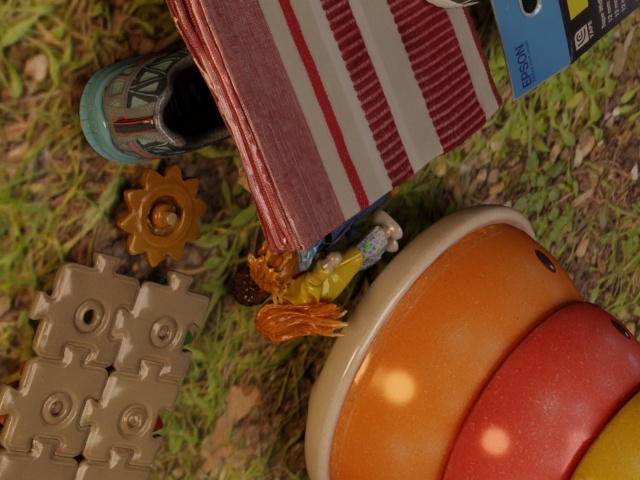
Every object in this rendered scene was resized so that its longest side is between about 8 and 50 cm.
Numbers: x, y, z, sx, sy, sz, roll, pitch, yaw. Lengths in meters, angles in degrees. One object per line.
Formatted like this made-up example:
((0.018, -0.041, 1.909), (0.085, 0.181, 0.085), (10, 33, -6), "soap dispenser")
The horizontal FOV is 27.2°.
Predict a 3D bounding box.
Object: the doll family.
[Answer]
((0.000, 0.000, 1.119), (0.163, 0.118, 0.263), (-37, 156, -26), "doll family")

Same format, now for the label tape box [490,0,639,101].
((0.246, -0.335, 1.265), (0.347, 0.115, 0.249), (-39, 131, -20), "label tape box")

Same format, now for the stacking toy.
((0.256, 0.212, 1.229), (0.350, 0.480, 0.351), (-39, 146, -33), "stacking toy")

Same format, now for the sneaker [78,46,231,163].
((-0.054, -0.125, 1.045), (0.262, 0.125, 0.104), (-31, 113, -30), "sneaker")

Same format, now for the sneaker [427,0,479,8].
((0.099, -0.239, 1.051), (0.178, 0.077, 0.072), (14, 72, -48), "sneaker")

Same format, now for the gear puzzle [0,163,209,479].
((-0.185, 0.093, 1.099), (0.175, 0.044, 0.339), (17, 93, -45), "gear puzzle")

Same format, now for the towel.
((0.021, -0.155, 1.024), (0.329, 0.037, 0.237), (-34, 107, -49), "towel")
